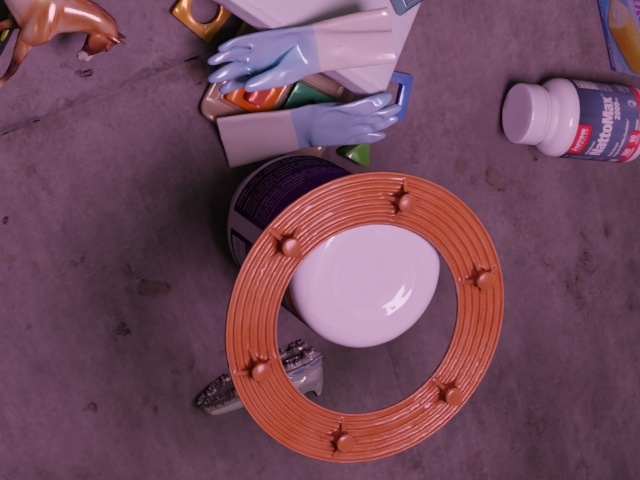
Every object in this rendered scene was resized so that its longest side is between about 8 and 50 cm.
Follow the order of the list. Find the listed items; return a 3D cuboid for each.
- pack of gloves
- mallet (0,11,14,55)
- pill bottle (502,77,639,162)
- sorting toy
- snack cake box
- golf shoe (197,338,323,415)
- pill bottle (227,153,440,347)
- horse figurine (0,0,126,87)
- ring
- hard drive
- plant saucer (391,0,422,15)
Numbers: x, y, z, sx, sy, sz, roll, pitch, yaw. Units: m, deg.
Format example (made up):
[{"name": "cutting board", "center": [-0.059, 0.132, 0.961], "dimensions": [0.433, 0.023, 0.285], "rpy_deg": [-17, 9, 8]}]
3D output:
[{"name": "pack of gloves", "center": [-0.017, -0.172, 1.793], "dimensions": [0.232, 0.046, 0.195], "rpy_deg": [-11, 132, 2]}, {"name": "mallet", "center": [-0.362, -0.267, 1.712], "dimensions": [0.062, 0.039, 0.190], "rpy_deg": [36, 93, -24]}, {"name": "pill bottle", "center": [0.342, -0.163, 1.989], "dimensions": [0.180, 0.108, 0.108], "rpy_deg": [3, 103, -23]}, {"name": "sorting toy", "center": [-0.033, -0.208, 1.854], "dimensions": [0.347, 0.047, 0.196], "rpy_deg": [25, 94, -26]}, {"name": "snack cake box", "center": [0.436, -0.350, 1.952], "dimensions": [0.089, 0.152, 0.264], "rpy_deg": [-22, 111, -15]}, {"name": "golf shoe", "center": [-0.072, 0.204, 1.942], "dimensions": [0.176, 0.069, 0.086], "rpy_deg": [-22, 117, -15]}, {"name": "pill bottle", "center": [0.000, 0.000, 1.770], "dimensions": [0.181, 0.323, 0.182], "rpy_deg": [-6, 107, -21]}, {"name": "horse figurine", "center": [-0.361, -0.287, 1.658], "dimensions": [0.174, 0.066, 0.263], "rpy_deg": [-28, 108, 10]}, {"name": "ring", "center": [0.057, 0.091, 1.621], "dimensions": [0.336, 0.032, 0.337], "rpy_deg": [-6, 106, -20]}, {"name": "hard drive", "center": [-0.012, -0.331, 1.794], "dimensions": [0.307, 0.040, 0.203], "rpy_deg": [30, 74, -30]}, {"name": "plant saucer", "center": [0.153, -0.356, 1.871], "dimensions": [0.192, 0.018, 0.067], "rpy_deg": [-37, 109, -31]}]
